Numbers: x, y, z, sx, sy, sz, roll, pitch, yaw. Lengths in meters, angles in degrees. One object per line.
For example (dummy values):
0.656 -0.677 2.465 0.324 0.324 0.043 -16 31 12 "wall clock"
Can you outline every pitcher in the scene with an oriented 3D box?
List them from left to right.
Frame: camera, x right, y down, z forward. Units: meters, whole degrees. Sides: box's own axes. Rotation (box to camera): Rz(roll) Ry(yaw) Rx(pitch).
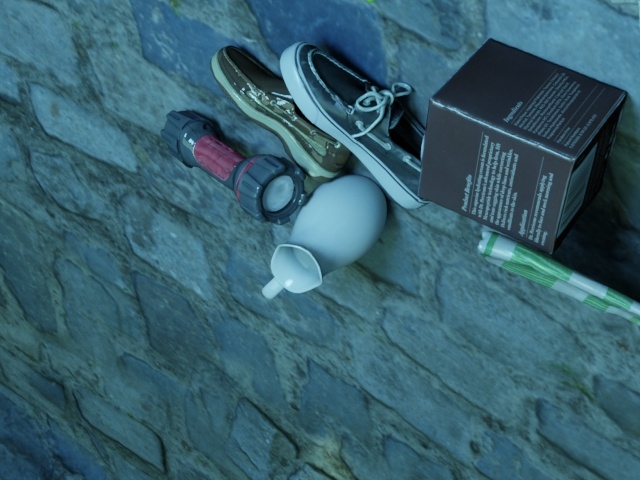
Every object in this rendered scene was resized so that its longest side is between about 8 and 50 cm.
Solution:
0.000 0.000 1.966 0.125 0.207 0.178 47 142 -5 "pitcher"

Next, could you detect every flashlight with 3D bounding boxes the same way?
-0.144 -0.124 1.993 0.304 0.103 0.103 35 113 44 "flashlight"

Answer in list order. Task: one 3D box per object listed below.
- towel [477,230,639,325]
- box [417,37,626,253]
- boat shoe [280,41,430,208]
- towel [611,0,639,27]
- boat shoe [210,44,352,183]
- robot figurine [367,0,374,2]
0.359 0.072 1.726 0.325 0.038 0.248 27 -179 7 "towel"
0.257 -0.124 1.664 0.203 0.167 0.168 26 139 20 "box"
0.076 -0.174 1.820 0.306 0.113 0.105 49 135 -11 "boat shoe"
0.430 -0.342 1.361 0.324 0.056 0.312 14 146 32 "towel"
-0.047 -0.208 1.925 0.257 0.095 0.095 44 123 -4 "boat shoe"
0.071 -0.357 1.688 0.115 0.067 0.101 15 142 31 "robot figurine"
